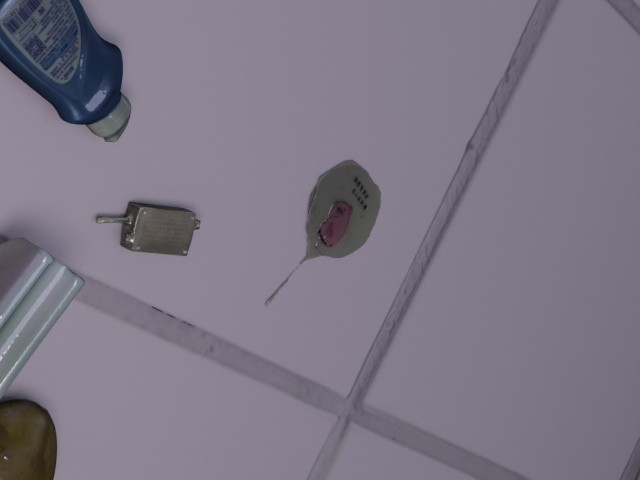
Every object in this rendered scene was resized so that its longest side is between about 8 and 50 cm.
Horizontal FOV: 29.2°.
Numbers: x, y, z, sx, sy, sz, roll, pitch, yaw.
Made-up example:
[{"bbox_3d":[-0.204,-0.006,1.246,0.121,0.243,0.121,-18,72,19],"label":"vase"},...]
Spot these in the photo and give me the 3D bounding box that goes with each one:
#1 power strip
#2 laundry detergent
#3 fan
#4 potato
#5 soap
[{"bbox_3d":[-0.273,-0.020,1.924,0.175,0.042,0.075,8,99,-40],"label":"power strip"},{"bbox_3d":[-0.364,-0.259,1.741,0.143,0.094,0.290,-59,136,-23],"label":"laundry detergent"},{"bbox_3d":[0.001,0.000,2.185,0.310,0.010,0.182,-52,131,-16],"label":"fan"},{"bbox_3d":[-0.476,0.337,1.798,0.235,0.160,0.178,-62,172,-24],"label":"potato"},{"bbox_3d":[-0.477,0.131,1.711,0.289,0.173,0.095,-55,131,-11],"label":"soap"}]
